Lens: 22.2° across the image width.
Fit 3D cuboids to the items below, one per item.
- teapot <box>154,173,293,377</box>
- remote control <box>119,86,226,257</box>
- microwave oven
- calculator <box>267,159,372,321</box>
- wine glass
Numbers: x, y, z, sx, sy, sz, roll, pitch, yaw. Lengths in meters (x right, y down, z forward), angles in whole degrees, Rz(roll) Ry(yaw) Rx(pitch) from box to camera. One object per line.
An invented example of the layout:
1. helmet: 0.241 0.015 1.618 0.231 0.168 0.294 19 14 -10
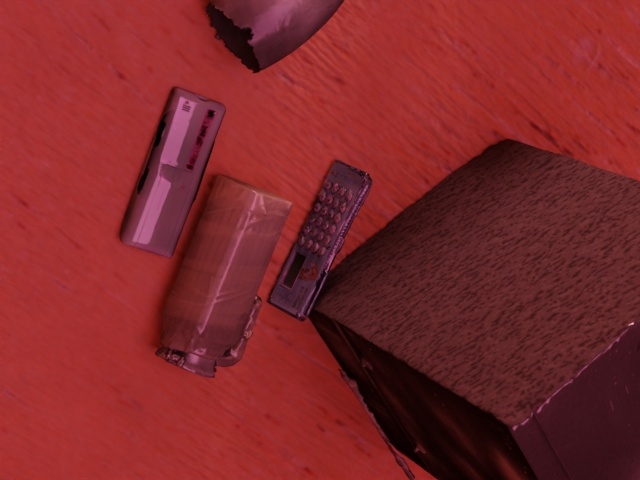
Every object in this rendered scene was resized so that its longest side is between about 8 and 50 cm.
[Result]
1. teapot: -0.094 0.042 1.677 0.107 0.077 0.200 19 94 -49
2. remote control: -0.146 -0.067 1.644 0.065 0.029 0.166 19 94 -28
3. microwave oven: 0.242 0.103 1.653 0.374 0.432 0.236 -38 117 -14
4. calculator: 0.000 0.000 1.721 0.018 0.057 0.172 23 94 -53
5. wine glass: 0.073 -0.229 1.664 0.309 0.096 0.264 -40 112 -12
